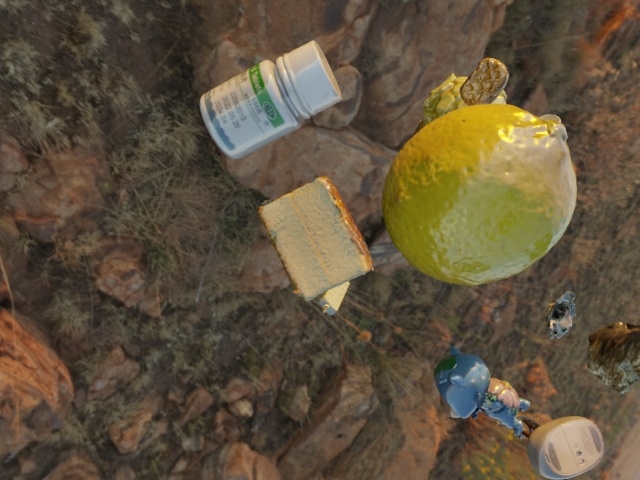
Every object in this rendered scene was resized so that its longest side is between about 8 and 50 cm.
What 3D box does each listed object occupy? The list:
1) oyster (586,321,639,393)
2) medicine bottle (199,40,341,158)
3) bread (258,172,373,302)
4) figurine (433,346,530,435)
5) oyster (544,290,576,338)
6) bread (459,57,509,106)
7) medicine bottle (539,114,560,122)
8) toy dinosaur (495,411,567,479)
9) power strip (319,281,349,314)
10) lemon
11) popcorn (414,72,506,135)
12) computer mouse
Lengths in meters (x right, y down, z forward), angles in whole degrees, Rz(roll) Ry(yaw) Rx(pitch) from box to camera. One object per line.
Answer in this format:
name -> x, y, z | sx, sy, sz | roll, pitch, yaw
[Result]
oyster -> 0.674, 0.245, 1.115 | 0.166, 0.110, 0.341 | -45, 173, -6
medicine bottle -> -0.090, -0.257, 0.935 | 0.237, 0.139, 0.139 | -24, 141, 15
bread -> 0.000, 0.000, 1.339 | 0.207, 0.279, 0.279 | -29, 172, 5
figurine -> 0.271, 0.281, 0.903 | 0.144, 0.178, 0.114 | -59, -178, 40
oyster -> 0.595, 0.198, 1.275 | 0.108, 0.053, 0.166 | -52, 133, -22
bread -> 0.359, -0.343, 1.119 | 0.111, 0.083, 0.044 | -54, 156, 18
medicine bottle -> 0.557, -0.255, 1.246 | 0.058, 0.058, 0.091 | -45, 137, -14
toy dinosaur -> 0.621, 0.603, 1.487 | 0.113, 0.206, 0.327 | -46, 132, -14
power strip -> 0.045, 0.166, 1.629 | 0.027, 0.060, 0.253 | -35, -171, 25
lemon -> 0.275, -0.077, 0.913 | 0.336, 0.336, 0.336 | -24, 130, -33
popcorn -> 0.371, -0.316, 1.331 | 0.249, 0.249, 0.225 | 44, 64, -49
computer mouse -> 0.296, 0.252, 0.625 | 0.096, 0.066, 0.039 | -14, 170, -15
